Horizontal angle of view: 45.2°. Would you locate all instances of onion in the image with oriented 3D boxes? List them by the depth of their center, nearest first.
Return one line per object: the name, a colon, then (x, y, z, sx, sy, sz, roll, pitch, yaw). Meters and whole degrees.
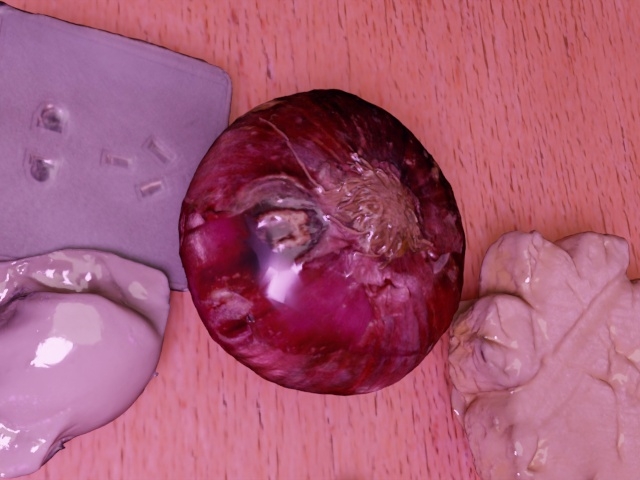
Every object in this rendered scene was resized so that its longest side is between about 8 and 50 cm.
onion: (0.000, 0.000, 0.617, 0.246, 0.190, 0.247, 13, 70, -38)

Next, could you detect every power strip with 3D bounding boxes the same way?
power strip: (-0.182, -0.069, 0.621, 0.213, 0.064, 0.199, 12, 84, -34)

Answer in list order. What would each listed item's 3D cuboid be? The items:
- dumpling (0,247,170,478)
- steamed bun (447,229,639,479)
dumpling: (-0.195, 0.077, 0.556, 0.176, 0.092, 0.150, -43, 109, -1)
steamed bun: (0.226, 0.143, 0.696, 0.295, 0.137, 0.292, 6, 69, -28)
